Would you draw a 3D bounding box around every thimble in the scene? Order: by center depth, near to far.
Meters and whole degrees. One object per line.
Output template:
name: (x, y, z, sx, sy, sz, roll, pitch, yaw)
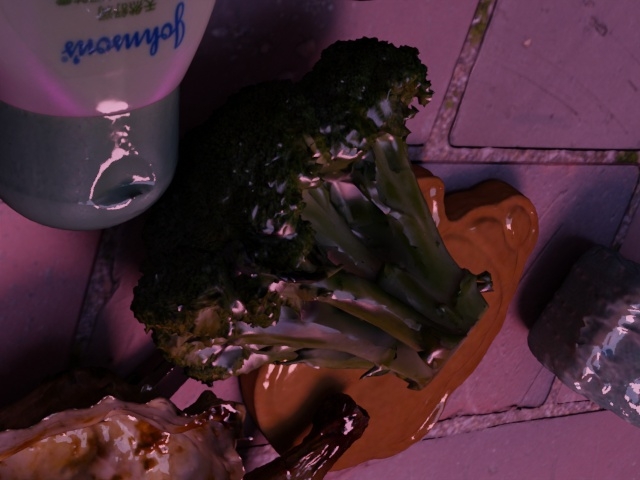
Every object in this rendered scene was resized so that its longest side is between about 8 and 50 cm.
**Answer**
thimble: (0.336, 0.108, 1.684, 0.235, 0.198, 0.143, 17, 106, -52)

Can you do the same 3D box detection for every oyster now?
oyster: (-0.225, 0.200, 1.294, 0.337, 0.133, 0.198, -2, 107, -23)

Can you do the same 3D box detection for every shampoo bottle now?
shampoo bottle: (-0.167, -0.166, 1.090, 0.222, 0.151, 0.349, -18, 130, -31)

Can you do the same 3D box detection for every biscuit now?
biscuit: (0.068, 0.075, 1.541, 0.351, 0.057, 0.312, -52, 139, 3)

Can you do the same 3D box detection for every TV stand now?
TV stand: (-0.196, 0.181, 1.402, 0.249, 0.042, 0.036, -45, 136, -5)

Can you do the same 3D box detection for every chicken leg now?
chicken leg: (-0.041, 0.284, 1.553, 0.177, 0.083, 0.322, -23, 142, -26)

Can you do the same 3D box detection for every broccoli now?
broccoli: (0.000, 0.000, 1.266, 0.304, 0.283, 0.321, -52, 171, -17)
